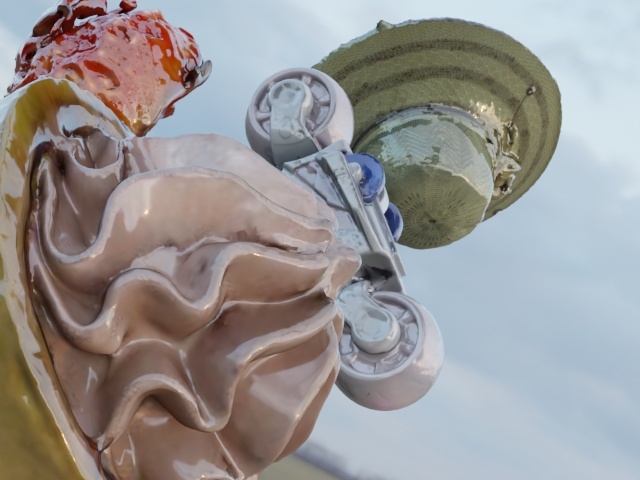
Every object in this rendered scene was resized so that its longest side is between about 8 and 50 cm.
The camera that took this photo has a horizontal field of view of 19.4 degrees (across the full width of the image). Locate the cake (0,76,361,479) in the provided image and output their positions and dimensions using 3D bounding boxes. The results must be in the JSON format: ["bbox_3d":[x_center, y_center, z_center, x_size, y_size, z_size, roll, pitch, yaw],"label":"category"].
[{"bbox_3d":[-0.078,0.025,0.684,0.207,0.178,0.185,53,23,-27],"label":"cake"}]

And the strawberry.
[{"bbox_3d":[-0.115,-0.065,0.912,0.082,0.121,0.188,38,3,-7],"label":"strawberry"}]

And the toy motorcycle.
[{"bbox_3d":[0.000,0.000,1.184,0.112,0.112,0.254,35,30,-52],"label":"toy motorcycle"}]

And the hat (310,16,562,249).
[{"bbox_3d":[0.087,-0.055,1.539,0.252,0.252,0.110,31,34,-33],"label":"hat"}]
